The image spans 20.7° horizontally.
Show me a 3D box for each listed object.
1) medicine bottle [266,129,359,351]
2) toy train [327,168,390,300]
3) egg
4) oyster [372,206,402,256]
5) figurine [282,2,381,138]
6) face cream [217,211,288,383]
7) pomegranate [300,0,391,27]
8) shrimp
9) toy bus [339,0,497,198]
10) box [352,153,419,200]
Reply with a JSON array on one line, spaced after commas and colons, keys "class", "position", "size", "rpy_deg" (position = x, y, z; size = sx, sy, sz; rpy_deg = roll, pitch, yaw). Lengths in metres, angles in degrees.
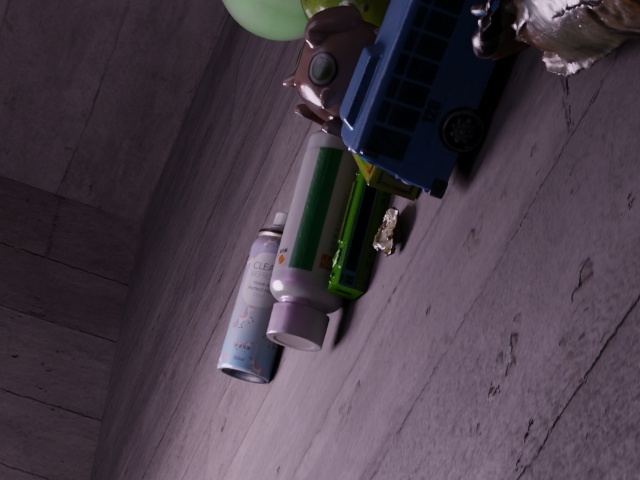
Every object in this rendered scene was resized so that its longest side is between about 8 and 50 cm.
[{"class": "medicine bottle", "position": [0.000, 0.000, 2.083], "size": [0.095, 0.095, 0.260], "rpy_deg": [138, 150, -68]}, {"class": "toy train", "position": [0.051, -0.037, 2.031], "size": [0.044, 0.042, 0.209], "rpy_deg": [140, 147, -67]}, {"class": "egg", "position": [-0.052, -0.418, 2.682], "size": [0.270, 0.220, 0.220], "rpy_deg": [105, 180, -70]}, {"class": "oyster", "position": [0.078, -0.011, 1.927], "size": [0.083, 0.019, 0.054], "rpy_deg": [-138, 65, -75]}, {"class": "figurine", "position": [0.028, -0.180, 1.857], "size": [0.125, 0.125, 0.138], "rpy_deg": [-115, 47, -74]}, {"class": "face cream", "position": [-0.074, 0.074, 2.366], "size": [0.075, 0.075, 0.229], "rpy_deg": [144, 143, -71]}, {"class": "pomegranate", "position": [0.052, -0.294, 2.260], "size": [0.220, 0.156, 0.156], "rpy_deg": [75, -163, -46]}, {"class": "shrimp", "position": [0.200, -0.242, 1.378], "size": [0.446, 0.110, 0.221], "rpy_deg": [128, 128, -72]}, {"class": "toy bus", "position": [0.108, -0.173, 1.746], "size": [0.116, 0.133, 0.234], "rpy_deg": [-112, 43, -72]}, {"class": "box", "position": [0.107, -0.170, 1.931], "size": [0.141, 0.064, 0.220], "rpy_deg": [-108, 39, -70]}]
